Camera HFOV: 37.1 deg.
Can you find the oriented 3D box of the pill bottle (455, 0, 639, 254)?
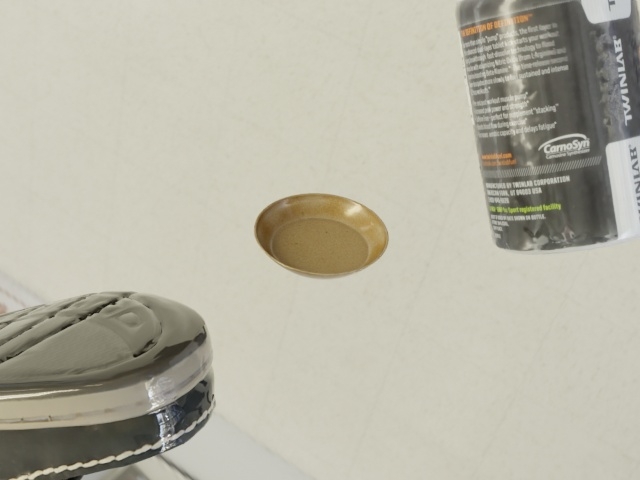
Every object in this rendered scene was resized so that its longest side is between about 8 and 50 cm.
[{"bbox_3d":[0.171,-0.121,0.698,0.130,0.130,0.246,-4,101,37],"label":"pill bottle"}]

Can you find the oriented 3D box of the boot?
[{"bbox_3d":[-0.177,0.194,0.566,0.377,0.138,0.284,-14,100,30],"label":"boot"}]

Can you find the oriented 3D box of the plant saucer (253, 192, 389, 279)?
[{"bbox_3d":[0.000,0.000,0.591,0.083,0.083,0.015,24,131,22],"label":"plant saucer"}]
